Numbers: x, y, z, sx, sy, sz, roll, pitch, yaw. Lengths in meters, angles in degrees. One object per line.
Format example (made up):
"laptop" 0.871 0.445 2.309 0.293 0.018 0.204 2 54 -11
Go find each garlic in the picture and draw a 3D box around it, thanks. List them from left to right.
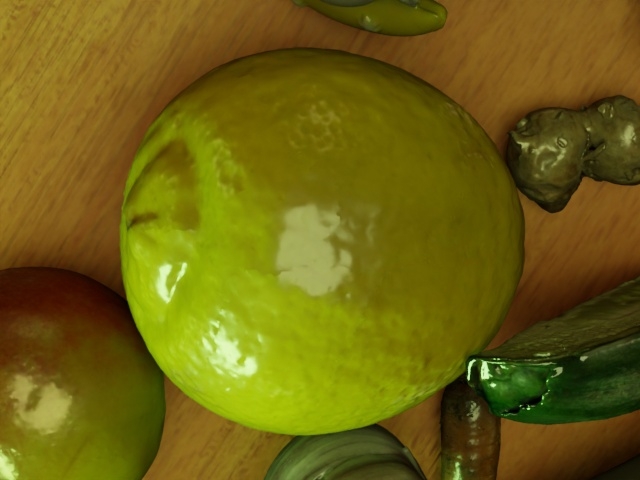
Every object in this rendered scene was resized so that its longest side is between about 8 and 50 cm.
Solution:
"garlic" 0.031 0.285 1.595 0.207 0.207 0.256 18 107 -7

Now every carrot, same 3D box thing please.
"carrot" 0.140 0.214 1.701 0.060 0.060 0.186 -1 105 -4

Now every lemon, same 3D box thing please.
"lemon" 0.000 0.000 1.518 0.348 0.348 0.347 -1 100 -4

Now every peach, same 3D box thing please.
"peach" -0.248 0.136 1.585 0.231 0.231 0.231 -1 100 -4

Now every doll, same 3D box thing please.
"doll" 0.017 -0.254 1.515 0.237 0.252 0.111 39 75 2

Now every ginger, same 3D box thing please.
"ginger" 0.270 -0.086 1.645 0.204 0.080 0.104 -12 125 0

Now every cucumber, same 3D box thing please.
"cucumber" 0.257 0.100 1.550 0.145 0.325 0.105 5 104 41

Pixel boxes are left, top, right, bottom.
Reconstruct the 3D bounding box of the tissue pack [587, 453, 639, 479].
"tissue pack" 0.324 0.339 1.607 0.387 0.277 0.267 -26 115 0
